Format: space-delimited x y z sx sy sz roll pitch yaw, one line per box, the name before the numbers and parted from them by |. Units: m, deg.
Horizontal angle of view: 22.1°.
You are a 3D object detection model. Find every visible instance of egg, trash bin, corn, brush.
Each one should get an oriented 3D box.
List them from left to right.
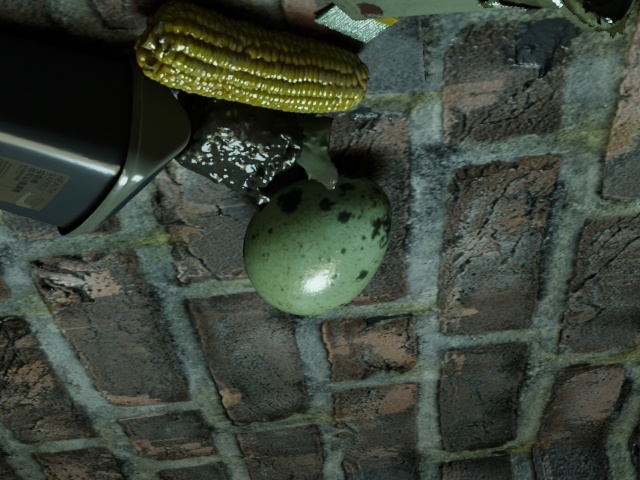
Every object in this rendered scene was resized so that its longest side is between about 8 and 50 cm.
trash bin | -0.312 -0.121 1.833 0.290 0.182 0.209 15 150 -27
corn | -0.070 -0.198 1.819 0.292 0.101 0.101 6 154 -34
egg | 0.000 0.000 2.176 0.177 0.177 0.228 17 135 -41
brush | 0.090 -0.273 1.780 0.083 0.011 0.205 17 147 -40

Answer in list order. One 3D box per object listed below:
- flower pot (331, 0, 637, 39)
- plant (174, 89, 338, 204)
flower pot | 0.133 -0.299 1.444 0.259 0.290 0.290 -8 159 32
plant | -0.074 -0.125 1.934 0.203 0.142 0.131 16 136 -25
